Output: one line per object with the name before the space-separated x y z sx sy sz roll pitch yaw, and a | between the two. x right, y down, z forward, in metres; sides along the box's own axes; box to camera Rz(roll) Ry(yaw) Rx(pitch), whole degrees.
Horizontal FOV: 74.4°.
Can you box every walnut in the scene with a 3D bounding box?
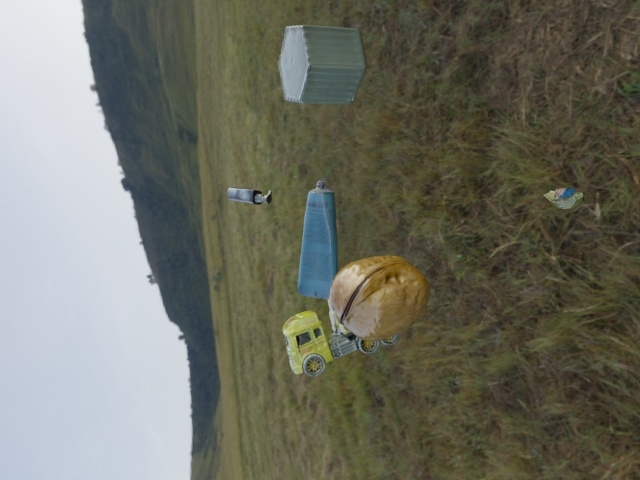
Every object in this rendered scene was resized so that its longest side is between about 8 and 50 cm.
walnut | 0.096 0.095 0.720 0.144 0.180 0.144 27 126 44

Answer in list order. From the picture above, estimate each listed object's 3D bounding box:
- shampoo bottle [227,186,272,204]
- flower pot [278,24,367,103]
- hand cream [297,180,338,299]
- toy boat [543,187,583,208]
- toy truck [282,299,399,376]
shampoo bottle | -0.270 -0.174 1.629 0.208 0.057 0.063 12 99 35
flower pot | 0.000 -0.519 1.254 0.209 0.190 0.239 66 149 29
hand cream | 0.000 0.000 0.801 0.048 0.083 0.224 -25 -61 -70
toy boat | 0.800 -0.143 1.389 0.066 0.065 0.172 62 -177 -6
toy truck | 0.043 0.194 0.975 0.124 0.272 0.157 151 100 -78
